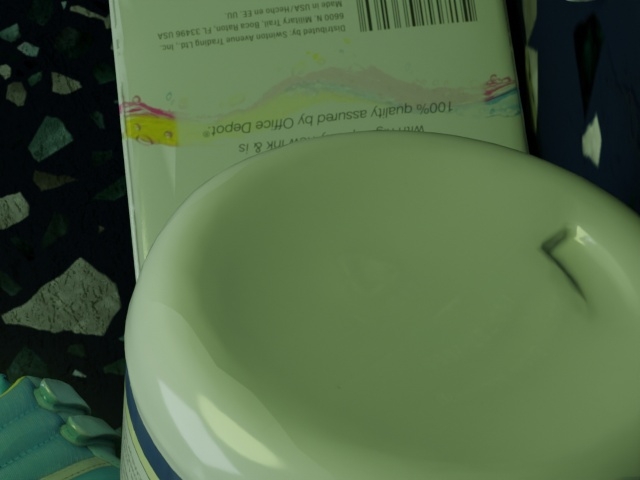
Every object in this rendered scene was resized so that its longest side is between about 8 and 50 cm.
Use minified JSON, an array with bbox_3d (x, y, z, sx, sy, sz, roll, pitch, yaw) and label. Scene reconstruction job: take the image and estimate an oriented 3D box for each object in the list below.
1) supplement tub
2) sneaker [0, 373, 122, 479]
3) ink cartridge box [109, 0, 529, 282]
[{"bbox_3d":[0.029,0.142,0.795,0.235,0.235,0.325,-102,15,-49],"label":"supplement tub"},{"bbox_3d":[-0.095,0.160,1.049,0.127,0.319,0.208,-54,53,25],"label":"sneaker"},{"bbox_3d":[-0.001,-0.056,1.056,0.131,0.226,0.306,97,168,-76],"label":"ink cartridge box"}]
